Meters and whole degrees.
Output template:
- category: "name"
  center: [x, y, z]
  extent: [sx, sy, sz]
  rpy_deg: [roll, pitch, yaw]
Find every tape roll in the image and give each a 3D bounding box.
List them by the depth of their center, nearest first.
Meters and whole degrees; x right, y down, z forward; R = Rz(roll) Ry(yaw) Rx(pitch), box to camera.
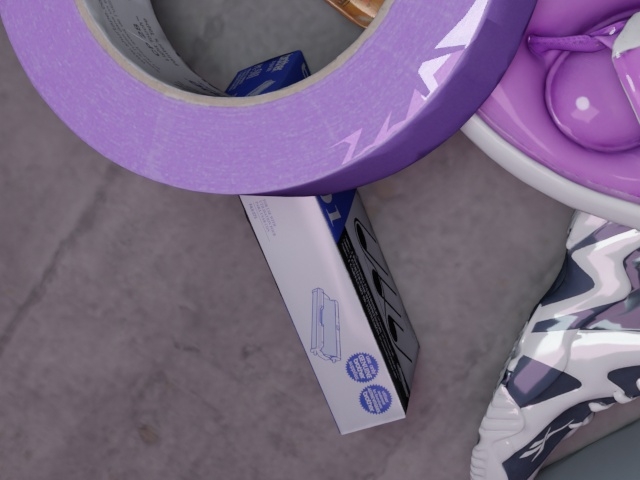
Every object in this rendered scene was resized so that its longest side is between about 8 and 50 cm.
- category: "tape roll"
  center: [-0.028, -0.159, 0.795]
  extent: [0.275, 0.090, 0.274]
  rpy_deg: [0, 91, 21]

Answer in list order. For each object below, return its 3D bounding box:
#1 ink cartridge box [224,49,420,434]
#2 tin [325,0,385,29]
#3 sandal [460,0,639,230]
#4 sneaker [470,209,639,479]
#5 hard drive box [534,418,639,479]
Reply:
- category: "ink cartridge box"
  center: [0.000, 0.000, 0.924]
  extent: [0.046, 0.097, 0.207]
  rpy_deg: [-18, 108, 15]
- category: "tin"
  center: [0.014, -0.196, 0.880]
  extent: [0.190, 0.040, 0.106]
  rpy_deg: [39, 115, -7]
- category: "sandal"
  center: [0.239, -0.062, 0.833]
  extent: [0.416, 0.102, 0.169]
  rpy_deg: [30, 76, -7]
- category: "sneaker"
  center: [0.192, 0.077, 0.928]
  extent: [0.153, 0.094, 0.235]
  rpy_deg: [25, 102, 7]
- category: "hard drive box"
  center: [0.215, 0.214, 0.982]
  extent: [0.232, 0.089, 0.181]
  rpy_deg: [-32, 104, 17]
